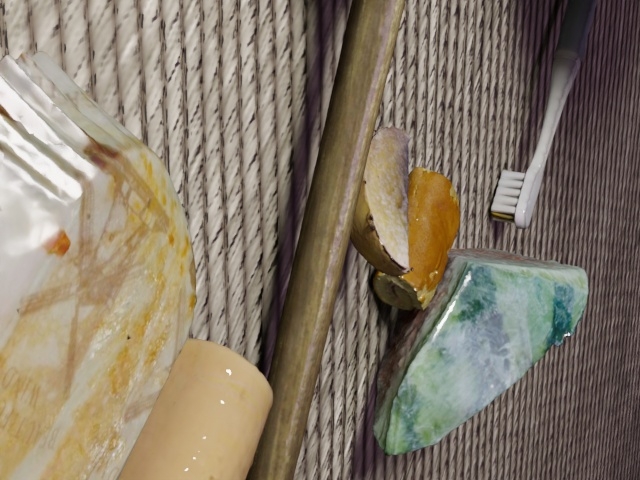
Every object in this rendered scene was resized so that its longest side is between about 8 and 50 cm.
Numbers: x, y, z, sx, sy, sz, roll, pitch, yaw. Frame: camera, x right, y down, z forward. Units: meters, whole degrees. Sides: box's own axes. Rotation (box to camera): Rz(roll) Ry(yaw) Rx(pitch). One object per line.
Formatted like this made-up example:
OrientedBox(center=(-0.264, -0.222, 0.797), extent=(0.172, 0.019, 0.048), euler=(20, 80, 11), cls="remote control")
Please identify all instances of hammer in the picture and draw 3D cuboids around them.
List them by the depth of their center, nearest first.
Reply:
OrientedBox(center=(0.000, 0.000, 0.932), extent=(0.111, 0.043, 0.365), euler=(-97, -160, -83), cls="hammer")

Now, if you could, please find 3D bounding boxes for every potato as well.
OrientedBox(center=(0.026, -0.021, 1.028), extent=(0.037, 0.036, 0.093), euler=(29, 47, -33), cls="potato")

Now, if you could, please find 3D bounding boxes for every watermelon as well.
OrientedBox(center=(0.083, 0.052, 1.139), extent=(0.180, 0.094, 0.081), euler=(-50, 117, -41), cls="watermelon")

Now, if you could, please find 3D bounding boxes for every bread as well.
OrientedBox(center=(0.058, 0.000, 1.122), extent=(0.047, 0.036, 0.083), euler=(68, 35, -52), cls="bread")

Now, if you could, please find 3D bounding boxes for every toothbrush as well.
OrientedBox(center=(0.186, -0.153, 1.423), extent=(0.025, 0.030, 0.342), euler=(72, 34, -56), cls="toothbrush")

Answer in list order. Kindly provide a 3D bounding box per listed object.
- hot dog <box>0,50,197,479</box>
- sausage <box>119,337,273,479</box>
OrientedBox(center=(-0.126, 0.074, 0.559), extent=(0.270, 0.082, 0.162), euler=(-64, 149, -19), cls="hot dog")
OrientedBox(center=(-0.092, 0.167, 0.731), extent=(0.066, 0.066, 0.301), euler=(79, 30, -48), cls="sausage")
